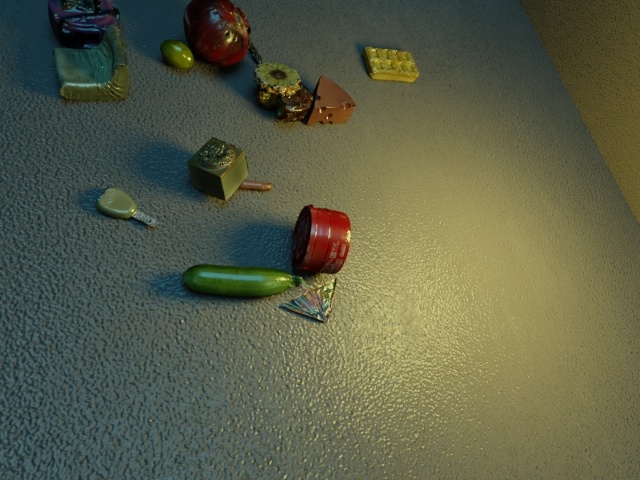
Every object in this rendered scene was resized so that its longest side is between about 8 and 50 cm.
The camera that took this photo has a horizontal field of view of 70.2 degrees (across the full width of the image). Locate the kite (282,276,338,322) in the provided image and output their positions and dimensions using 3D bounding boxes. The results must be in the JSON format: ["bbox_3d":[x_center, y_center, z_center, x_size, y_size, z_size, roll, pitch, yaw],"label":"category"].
[{"bbox_3d":[-0.015,0.196,1.548,0.241,0.014,0.183,-29,74,-31],"label":"kite"}]

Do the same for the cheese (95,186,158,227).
[{"bbox_3d":[-0.610,-0.096,1.451,0.192,0.037,0.097,29,58,-4],"label":"cheese"}]

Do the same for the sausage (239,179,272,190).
[{"bbox_3d":[-0.248,-0.202,1.654,0.157,0.036,0.042,3,70,-21],"label":"sausage"}]

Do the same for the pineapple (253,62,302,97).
[{"bbox_3d":[-0.169,-0.647,1.807,0.221,0.047,0.221,10,48,-11],"label":"pineapple"}]

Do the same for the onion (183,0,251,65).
[{"bbox_3d":[-0.410,-0.822,1.805,0.276,0.276,0.276,9,60,-17],"label":"onion"}]

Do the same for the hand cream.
[{"bbox_3d":[0.000,0.000,1.535,0.149,0.230,0.230,12,60,-16],"label":"hand cream"}]

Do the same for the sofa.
[{"bbox_3d":[-0.793,-0.610,1.571,0.225,0.176,0.210,-9,67,-26],"label":"sofa"}]

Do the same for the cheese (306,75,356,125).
[{"bbox_3d":[0.052,-0.565,1.913,0.177,0.128,0.203,16,57,-12],"label":"cheese"}]

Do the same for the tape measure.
[{"bbox_3d":[-0.856,-0.814,1.671,0.245,0.149,0.232,-12,70,-27],"label":"tape measure"}]

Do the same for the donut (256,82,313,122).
[{"bbox_3d":[-0.145,-0.574,1.851,0.230,0.096,0.216,28,48,5],"label":"donut"}]

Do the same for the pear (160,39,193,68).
[{"bbox_3d":[-0.556,-0.726,1.771,0.131,0.107,0.107,36,56,-9],"label":"pear"}]

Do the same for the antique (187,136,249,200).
[{"bbox_3d":[-0.346,-0.250,1.554,0.146,0.148,0.152,23,58,16],"label":"antique"}]

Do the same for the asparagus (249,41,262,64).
[{"bbox_3d":[-0.290,-0.819,1.972,0.036,0.030,0.165,-5,61,-51],"label":"asparagus"}]

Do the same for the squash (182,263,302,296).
[{"bbox_3d":[-0.240,0.128,1.444,0.378,0.101,0.101,4,62,-22],"label":"squash"}]

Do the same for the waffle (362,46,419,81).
[{"bbox_3d":[0.342,-0.858,2.229,0.274,0.057,0.168,-4,66,-23],"label":"waffle"}]
